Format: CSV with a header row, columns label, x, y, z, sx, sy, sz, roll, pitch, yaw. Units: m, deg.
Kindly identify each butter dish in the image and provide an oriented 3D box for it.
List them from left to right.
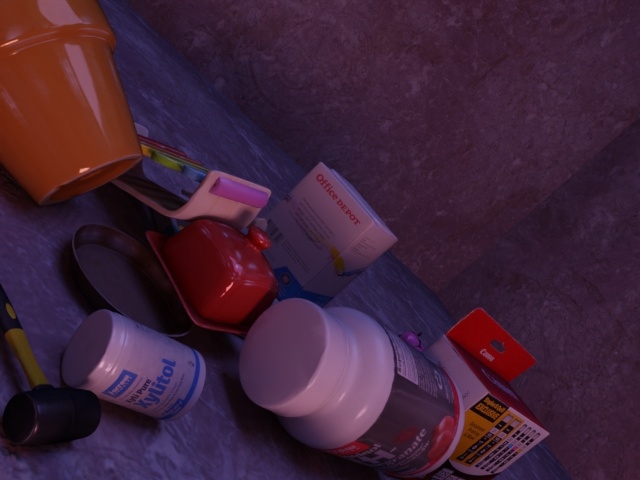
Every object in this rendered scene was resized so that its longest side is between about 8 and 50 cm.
label,x,y,z,sx,sy,sz,roll,pitch,yaw
butter dish,-0.112,0.030,0.729,0.160,0.118,0.160,54,13,29

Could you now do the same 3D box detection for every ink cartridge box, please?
label,x,y,z,sx,sy,sz,roll,pitch,yaw
ink cartridge box,0.000,0.000,1.150,0.171,0.232,0.168,52,11,24
ink cartridge box,0.257,0.290,0.989,0.309,0.272,0.130,36,15,-45

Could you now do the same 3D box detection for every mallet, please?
label,x,y,z,sx,sy,sz,roll,pitch,yaw
mallet,-0.232,0.080,0.459,0.190,0.039,0.062,49,11,34

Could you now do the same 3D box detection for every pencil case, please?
label,x,y,z,sx,sy,sz,roll,pitch,yaw
pencil case,0.249,0.316,1.393,0.098,0.095,0.209,59,1,-44

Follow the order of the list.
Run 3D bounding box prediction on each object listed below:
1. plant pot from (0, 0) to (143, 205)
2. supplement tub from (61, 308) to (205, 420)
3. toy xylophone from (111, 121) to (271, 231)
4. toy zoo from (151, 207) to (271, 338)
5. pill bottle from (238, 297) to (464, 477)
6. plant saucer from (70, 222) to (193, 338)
label,x,y,z,sx,sy,sz,roll,pitch,yaw
plant pot,-0.302,-0.150,0.650,0.188,0.205,0.205,62,9,-6
supplement tub,-0.162,0.112,0.512,0.107,0.071,0.071,37,14,-41
toy xylophone,-0.205,-0.094,0.837,0.322,0.081,0.236,27,6,26
toy zoo,-0.169,0.032,0.905,0.192,0.030,0.293,38,14,-41
pill bottle,0.046,0.193,0.757,0.318,0.176,0.176,38,14,-43
plant saucer,-0.215,0.050,0.652,0.168,0.029,0.168,46,10,-10
